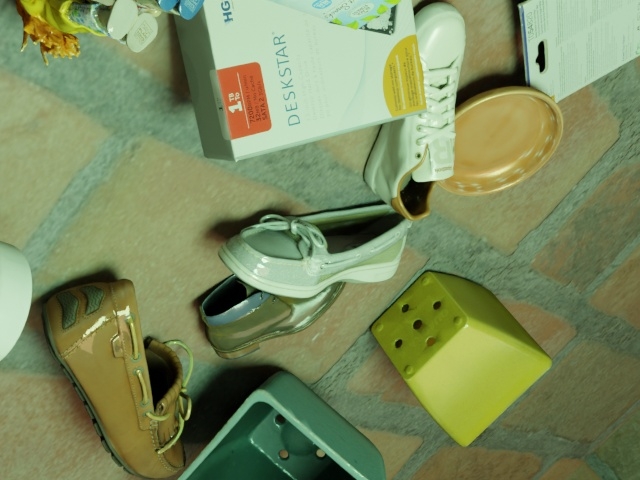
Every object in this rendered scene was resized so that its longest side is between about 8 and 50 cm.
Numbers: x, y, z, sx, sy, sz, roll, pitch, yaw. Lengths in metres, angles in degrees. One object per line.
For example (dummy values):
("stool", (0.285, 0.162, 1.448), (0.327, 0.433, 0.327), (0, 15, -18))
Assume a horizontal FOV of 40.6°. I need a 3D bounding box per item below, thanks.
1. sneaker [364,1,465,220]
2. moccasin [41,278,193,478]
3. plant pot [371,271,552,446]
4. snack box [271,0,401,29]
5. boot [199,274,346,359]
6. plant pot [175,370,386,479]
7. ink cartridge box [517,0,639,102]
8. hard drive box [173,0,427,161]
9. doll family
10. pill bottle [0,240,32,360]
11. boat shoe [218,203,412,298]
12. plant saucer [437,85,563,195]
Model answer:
("sneaker", (0.144, -0.153, 1.105), (0.105, 0.123, 0.290), (-14, 135, -27))
("moccasin", (-0.236, 0.189, 1.143), (0.147, 0.139, 0.380), (-20, 131, -9))
("plant pot", (0.213, 0.175, 1.450), (0.212, 0.212, 0.187), (-46, 129, 10))
("snack box", (-0.031, -0.298, 0.758), (0.207, 0.175, 0.070), (6, 162, -42))
("boot", (-0.065, 0.081, 1.204), (0.219, 0.082, 0.106), (-32, 145, -6))
("plant pot", (-0.052, 0.352, 1.345), (0.247, 0.248, 0.252), (-49, 179, 13))
("ink cartridge box", (0.360, -0.302, 1.190), (0.224, 0.045, 0.223), (-31, 142, -6))
("hard drive box", (-0.019, -0.195, 0.888), (0.232, 0.089, 0.181), (-18, 107, -25))
("doll family", (-0.233, -0.221, 0.695), (0.263, 0.163, 0.118), (36, 78, -55))
("pill bottle", (-0.422, 0.031, 0.789), (0.160, 0.160, 0.283), (-49, 142, 14))
("boat shoe", (0.002, 0.001, 1.158), (0.320, 0.118, 0.103), (-2, 124, -44))
("plant saucer", (0.244, -0.144, 1.229), (0.199, 0.037, 0.200), (-10, 140, -8))
